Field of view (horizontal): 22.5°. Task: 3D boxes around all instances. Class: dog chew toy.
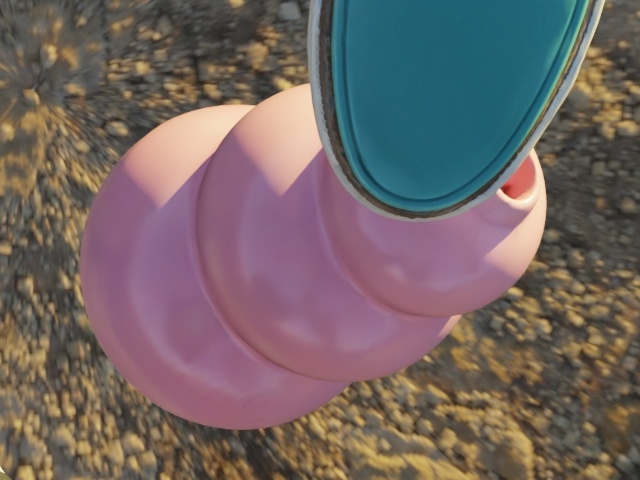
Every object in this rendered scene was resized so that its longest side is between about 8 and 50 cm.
[{"bbox_3d":[0.000,0.000,0.960,0.206,0.332,0.207,11,72,-36],"label":"dog chew toy"}]

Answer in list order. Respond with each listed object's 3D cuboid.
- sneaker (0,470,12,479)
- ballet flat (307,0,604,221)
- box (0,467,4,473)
[{"bbox_3d":[-0.180,0.275,0.789,0.125,0.139,0.341,-1,71,19],"label":"sneaker"},{"bbox_3d":[0.070,-0.211,0.737,0.139,0.139,0.400,2,108,-10],"label":"ballet flat"},{"bbox_3d":[-0.393,0.283,1.420,0.127,0.262,0.231,-36,86,35],"label":"box"}]
